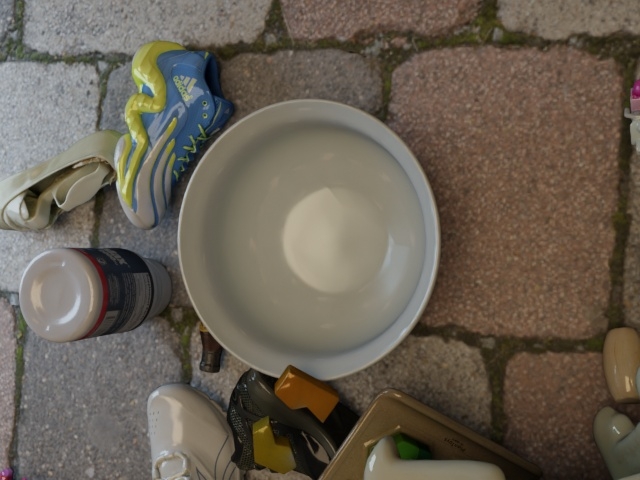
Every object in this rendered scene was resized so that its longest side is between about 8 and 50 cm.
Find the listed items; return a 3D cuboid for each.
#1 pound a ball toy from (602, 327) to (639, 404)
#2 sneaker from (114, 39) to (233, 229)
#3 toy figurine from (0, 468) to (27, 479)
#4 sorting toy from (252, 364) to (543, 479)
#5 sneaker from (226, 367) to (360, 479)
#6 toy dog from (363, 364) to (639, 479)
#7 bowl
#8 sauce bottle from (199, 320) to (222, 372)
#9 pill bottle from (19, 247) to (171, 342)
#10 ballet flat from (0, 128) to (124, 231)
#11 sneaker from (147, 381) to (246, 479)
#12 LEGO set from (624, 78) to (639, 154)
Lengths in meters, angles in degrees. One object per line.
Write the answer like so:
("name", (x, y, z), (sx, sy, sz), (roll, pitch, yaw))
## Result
("pound a ball toy", (0.424, 0.038, 0.709), (0.319, 0.208, 0.135), (-13, 62, 7))
("sneaker", (-0.178, -0.131, 0.943), (0.126, 0.091, 0.240), (2, 89, 19))
("toy figurine", (-0.455, 0.377, 1.044), (0.159, 0.130, 0.173), (-37, 53, 2))
("sorting toy", (0.057, 0.267, 0.806), (0.307, 0.041, 0.229), (31, 103, -15))
("sneaker", (-0.018, 0.244, 0.892), (0.227, 0.087, 0.130), (41, 126, -1))
("toy dog", (0.162, 0.342, 0.643), (0.408, 0.284, 0.395), (-23, 73, -1))
("bowl", (0.000, 0.000, 0.856), (0.298, 0.134, 0.297), (0, 90, 19))
("sauce bottle", (-0.129, 0.100, 0.949), (0.042, 0.042, 0.128), (8, 91, 19))
("pill bottle", (-0.262, 0.062, 0.923), (0.108, 0.180, 0.107), (0, 89, 19))
("ballet flat", (-0.354, -0.061, 1.002), (0.249, 0.086, 0.086), (-29, 80, 17))
("sneaker", (-0.147, 0.314, 0.908), (0.111, 0.129, 0.297), (-22, 81, 20))
("LEGO set", (0.431, -0.133, 0.694), (0.287, 0.107, 0.132), (-9, 47, 21))
